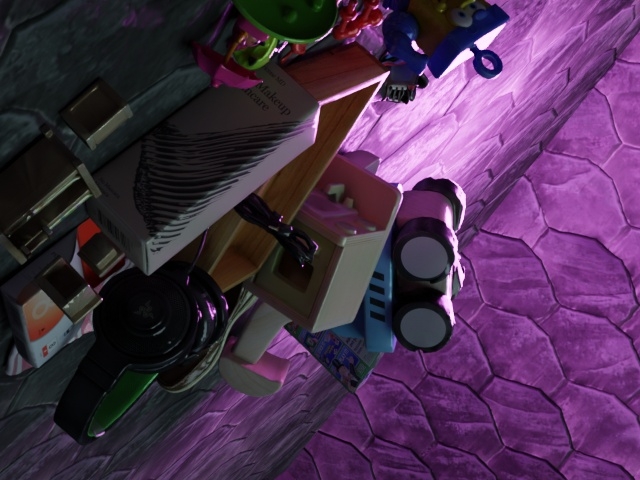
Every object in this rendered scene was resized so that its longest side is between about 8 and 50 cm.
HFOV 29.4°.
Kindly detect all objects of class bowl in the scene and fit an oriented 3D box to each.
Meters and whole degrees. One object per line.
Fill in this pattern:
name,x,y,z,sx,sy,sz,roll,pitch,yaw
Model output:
bowl,0.027,-0.087,2.044,0.142,0.053,0.142,-40,165,-28

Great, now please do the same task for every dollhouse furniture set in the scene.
dollhouse furniture set,-0.224,-0.031,1.213,0.182,0.161,0.101,-43,166,-11

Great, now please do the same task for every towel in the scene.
towel,-0.316,0.092,1.584,0.197,0.029,0.144,-33,161,-43

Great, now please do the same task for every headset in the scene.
headset,-0.181,0.112,1.573,0.394,0.185,0.243,-55,173,8

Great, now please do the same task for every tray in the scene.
tray,-0.077,-0.082,1.694,0.203,0.076,0.411,-31,159,-53

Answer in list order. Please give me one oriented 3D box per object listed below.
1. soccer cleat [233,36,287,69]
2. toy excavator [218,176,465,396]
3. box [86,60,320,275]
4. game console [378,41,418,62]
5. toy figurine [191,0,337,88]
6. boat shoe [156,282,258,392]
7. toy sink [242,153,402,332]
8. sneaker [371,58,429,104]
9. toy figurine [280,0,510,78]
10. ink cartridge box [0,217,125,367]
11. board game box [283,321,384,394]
soccer cleat,-0.033,-0.263,1.359,0.179,0.060,0.072,-45,178,26
toy excavator,0.030,0.094,2.215,0.222,0.445,0.433,-67,159,-59
box,-0.135,-0.092,1.421,0.275,0.113,0.094,-42,165,-22
game console,0.162,-0.296,1.815,0.122,0.107,0.071,-28,130,-53
toy figurine,-0.070,-0.232,1.277,0.159,0.130,0.173,-41,-161,49
boat shoe,-0.188,0.127,1.959,0.257,0.095,0.095,-56,163,-4
toy sink,0.000,0.000,1.886,0.131,0.153,0.234,-10,127,-55
sneaker,0.115,-0.235,1.851,0.158,0.065,0.061,-33,161,-44
toy figurine,0.151,-0.274,1.522,0.362,0.217,0.191,-35,163,-38
ink cartridge box,-0.292,0.054,1.459,0.179,0.045,0.145,-39,156,-27
board game box,0.046,0.159,2.474,0.046,0.213,0.317,-37,164,-33
